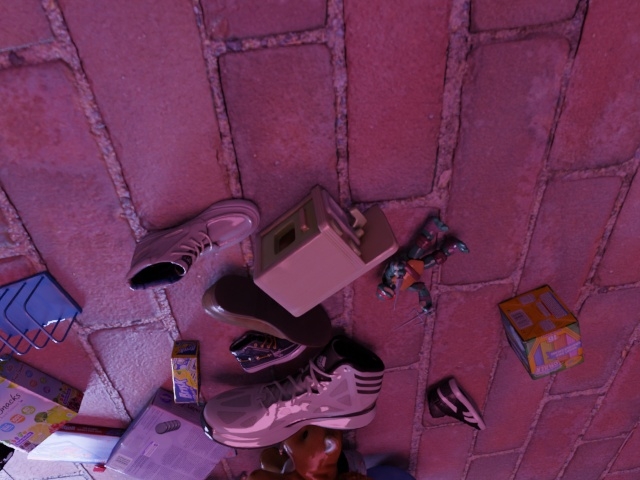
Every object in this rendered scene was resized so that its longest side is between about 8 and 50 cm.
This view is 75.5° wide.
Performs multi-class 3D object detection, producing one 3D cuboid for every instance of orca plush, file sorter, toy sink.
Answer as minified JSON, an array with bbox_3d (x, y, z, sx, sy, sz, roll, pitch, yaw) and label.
[{"bbox_3d":[-0.822,0.568,1.064,0.102,0.151,0.287,3,127,-48],"label":"orca plush"},{"bbox_3d":[-0.599,0.159,0.814,0.170,0.104,0.118,-18,124,5],"label":"file sorter"},{"bbox_3d":[0.000,0.000,0.766,0.234,0.152,0.131,-35,121,16],"label":"toy sink"}]

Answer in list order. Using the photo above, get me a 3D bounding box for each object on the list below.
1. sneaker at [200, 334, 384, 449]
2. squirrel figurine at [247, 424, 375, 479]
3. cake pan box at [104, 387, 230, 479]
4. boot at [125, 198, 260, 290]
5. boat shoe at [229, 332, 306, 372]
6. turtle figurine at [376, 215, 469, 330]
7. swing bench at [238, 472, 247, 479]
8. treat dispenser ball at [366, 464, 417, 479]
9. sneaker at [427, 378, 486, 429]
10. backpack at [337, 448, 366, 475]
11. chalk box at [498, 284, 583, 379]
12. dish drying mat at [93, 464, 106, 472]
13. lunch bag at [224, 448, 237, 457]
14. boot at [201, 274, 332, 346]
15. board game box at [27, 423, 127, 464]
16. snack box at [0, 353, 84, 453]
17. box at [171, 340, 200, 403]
[{"bbox_3d":[-0.054,0.334,0.991,0.448,0.169,0.257,-1,120,-19],"label":"sneaker"},{"bbox_3d":[0.005,0.674,1.119,0.397,0.281,0.370,22,85,14],"label":"squirrel figurine"},{"bbox_3d":[-0.391,0.545,1.090,0.246,0.070,0.266,33,106,-15],"label":"cake pan box"},{"bbox_3d":[-0.230,0.017,0.760,0.258,0.123,0.095,-23,124,7],"label":"boot"},{"bbox_3d":[-0.120,0.244,0.965,0.183,0.065,0.083,-27,121,9],"label":"boat shoe"},{"bbox_3d":[0.190,0.068,0.861,0.234,0.118,0.175,-49,133,5],"label":"turtle figurine"},{"bbox_3d":[-0.394,0.821,1.256,0.253,0.165,0.254,28,116,-24],"label":"swing bench"},{"bbox_3d":[0.211,0.872,1.302,0.288,0.288,0.288,-4,124,-6],"label":"treat dispenser ball"},{"bbox_3d":[0.385,0.493,1.206,0.121,0.079,0.217,-31,114,17],"label":"sneaker"},{"bbox_3d":[0.051,0.720,1.278,0.115,0.152,0.182,22,116,-39],"label":"backpack"},{"bbox_3d":[0.547,0.242,1.021,0.132,0.132,0.213,-25,125,9],"label":"chalk box"},{"bbox_3d":[-0.635,0.657,1.187,0.032,0.008,0.083,20,139,-18],"label":"dish drying mat"},{"bbox_3d":[-0.279,0.590,1.184,0.071,0.053,0.083,-8,114,-4],"label":"lunch bag"},{"bbox_3d":[-0.112,0.162,0.910,0.305,0.112,0.115,26,145,-27],"label":"boot"},{"bbox_3d":[-0.632,0.557,1.125,0.281,0.027,0.145,16,119,-18],"label":"board game box"},{"bbox_3d":[-0.704,0.383,0.959,0.174,0.070,0.207,-40,120,6],"label":"snack box"},{"bbox_3d":[-0.321,0.318,0.993,0.059,0.054,0.168,3,124,-10],"label":"box"}]
